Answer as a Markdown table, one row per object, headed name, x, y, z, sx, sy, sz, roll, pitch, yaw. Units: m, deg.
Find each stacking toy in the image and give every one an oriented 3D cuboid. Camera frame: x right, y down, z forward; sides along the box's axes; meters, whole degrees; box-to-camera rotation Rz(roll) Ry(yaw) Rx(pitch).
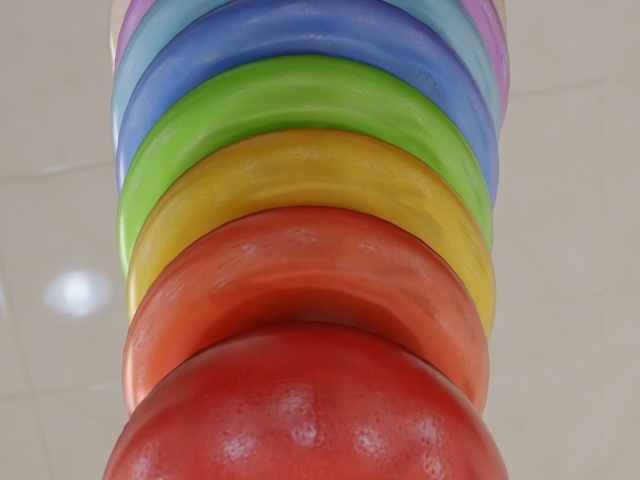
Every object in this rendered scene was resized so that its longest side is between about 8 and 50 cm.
| name | x | y | z | sx | sy | sz | roll | pitch | yaw |
| --- | --- | --- | --- | --- | --- | --- | --- | --- | --- |
| stacking toy | 0.000 | 0.000 | 0.458 | 0.141 | 0.141 | 0.330 | -6 | -151 | 1 |
